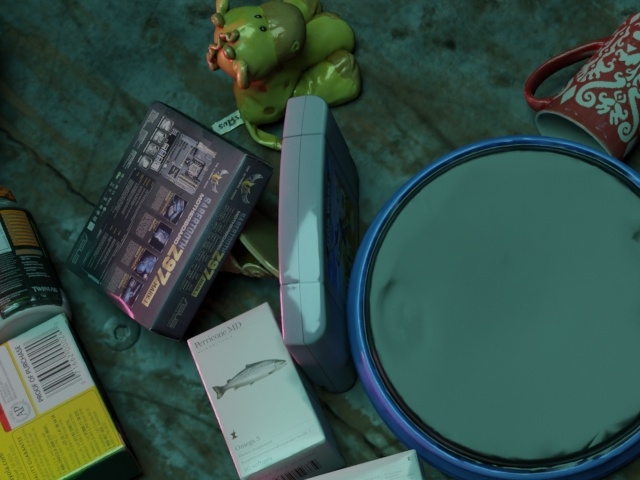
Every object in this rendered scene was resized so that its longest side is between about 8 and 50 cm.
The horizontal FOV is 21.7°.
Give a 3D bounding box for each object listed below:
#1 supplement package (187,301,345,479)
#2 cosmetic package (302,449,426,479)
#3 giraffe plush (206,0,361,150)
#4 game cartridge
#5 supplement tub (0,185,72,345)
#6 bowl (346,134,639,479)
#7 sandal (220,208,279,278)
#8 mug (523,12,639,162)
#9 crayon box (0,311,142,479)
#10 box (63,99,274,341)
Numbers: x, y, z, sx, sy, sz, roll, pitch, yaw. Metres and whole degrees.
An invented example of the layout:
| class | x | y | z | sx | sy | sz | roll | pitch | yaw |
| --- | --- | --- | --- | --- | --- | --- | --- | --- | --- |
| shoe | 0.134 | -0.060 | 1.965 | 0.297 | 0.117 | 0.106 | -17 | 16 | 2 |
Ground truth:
| class | x | y | z | sx | sy | sz | roll | pitch | yaw |
| --- | --- | --- | --- | --- | --- | --- | --- | --- | --- |
| supplement package | -0.060 | 0.180 | 1.849 | 0.105 | 0.105 | 0.179 | -26 | 63 | 3 |
| cosmetic package | 0.001 | 0.303 | 1.761 | 0.239 | 0.060 | 0.099 | -16 | 65 | 7 |
| giraffe plush | -0.067 | -0.228 | 1.992 | 0.210 | 0.170 | 0.181 | -44 | 64 | -6 |
| game cartridge | 0.000 | 0.000 | 1.860 | 0.062 | 0.198 | 0.297 | -3 | 67 | 8 |
| supplement tub | -0.379 | 0.034 | 1.990 | 0.117 | 0.117 | 0.190 | -28 | 62 | 1 |
| bowl | 0.220 | 0.072 | 1.787 | 0.391 | 0.077 | 0.391 | -1 | 79 | 6 |
| sandal | -0.101 | -0.001 | 1.970 | 0.240 | 0.088 | 0.079 | 50 | 117 | 33 |
| mug | 0.325 | -0.180 | 1.899 | 0.150 | 0.113 | 0.169 | 39 | 77 | 7 |
| crayon box | -0.388 | 0.244 | 1.897 | 0.318 | 0.081 | 0.202 | -27 | 59 | -5 |
| box | -0.178 | -0.025 | 1.940 | 0.183 | 0.059 | 0.233 | 31 | 94 | 42 |
